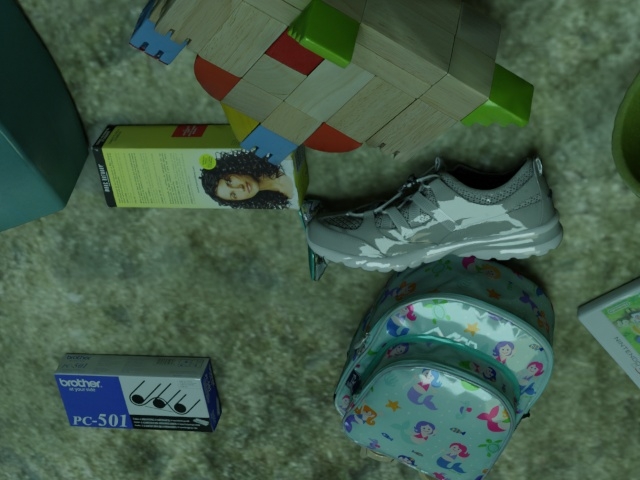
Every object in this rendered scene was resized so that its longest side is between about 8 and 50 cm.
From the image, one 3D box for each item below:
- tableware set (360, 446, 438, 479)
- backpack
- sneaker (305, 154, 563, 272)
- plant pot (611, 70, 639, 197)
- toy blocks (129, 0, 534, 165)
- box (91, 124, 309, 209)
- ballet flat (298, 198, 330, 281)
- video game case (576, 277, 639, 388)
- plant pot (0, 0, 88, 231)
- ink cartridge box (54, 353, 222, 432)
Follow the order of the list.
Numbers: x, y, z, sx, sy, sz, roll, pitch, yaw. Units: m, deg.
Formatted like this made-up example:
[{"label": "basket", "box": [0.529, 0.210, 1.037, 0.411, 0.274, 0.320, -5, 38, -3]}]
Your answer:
[{"label": "tableware set", "box": [0.136, 0.264, 1.572, 0.169, 0.020, 0.141, 20, 128, -2]}, {"label": "backpack", "box": [0.148, 0.144, 1.384, 0.225, 0.191, 0.253, 25, 123, -4]}, {"label": "sneaker", "box": [0.120, -0.039, 1.318, 0.281, 0.105, 0.115, -6, 110, 10]}, {"label": "plant pot", "box": [0.457, -0.060, 1.123, 0.276, 0.276, 0.254, -25, 128, 28]}, {"label": "toy blocks", "box": [-0.020, -0.181, 1.181, 0.381, 0.190, 0.261, 26, 146, -20]}, {"label": "box", "box": [-0.135, -0.084, 1.355, 0.232, 0.058, 0.087, 0, 126, 14]}, {"label": "ballet flat", "box": [0.000, 0.000, 1.398, 0.041, 0.041, 0.114, 0, 127, 14]}, {"label": "video game case", "box": [0.438, 0.103, 1.376, 0.212, 0.023, 0.193, -31, 114, 31]}, {"label": "plant pot", "box": [-0.374, -0.134, 1.318, 0.166, 0.165, 0.234, -17, 128, 24]}, {"label": "ink cartridge box", "box": [-0.243, 0.204, 1.603, 0.207, 0.046, 0.097, 1, 125, 13]}]
